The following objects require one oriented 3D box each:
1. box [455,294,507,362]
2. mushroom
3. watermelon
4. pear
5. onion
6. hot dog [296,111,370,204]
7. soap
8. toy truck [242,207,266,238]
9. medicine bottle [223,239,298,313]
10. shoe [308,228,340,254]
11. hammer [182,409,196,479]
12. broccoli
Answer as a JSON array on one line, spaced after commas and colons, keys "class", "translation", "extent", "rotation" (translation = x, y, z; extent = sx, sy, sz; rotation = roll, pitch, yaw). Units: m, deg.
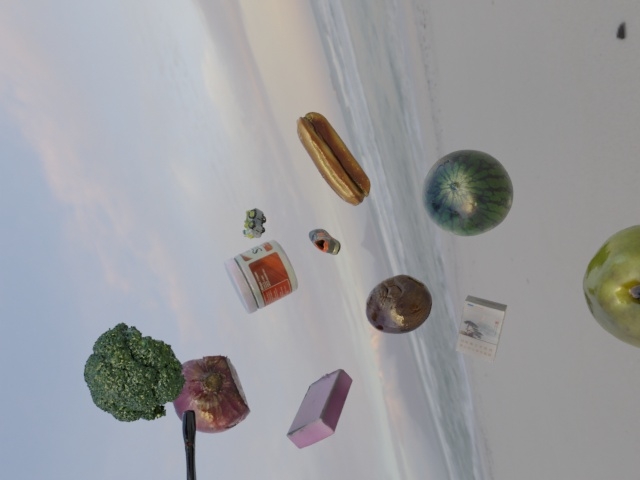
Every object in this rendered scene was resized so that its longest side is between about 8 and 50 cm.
[{"class": "box", "translation": [0.619, 0.341, 1.640], "extent": [0.067, 0.149, 0.233], "rotation": [-32, -50, -55]}, {"class": "mushroom", "translation": [0.260, 0.206, 1.420], "extent": [0.138, 0.231, 0.194], "rotation": [61, 168, -29]}, {"class": "watermelon", "translation": [0.555, -0.181, 1.620], "extent": [0.363, 0.363, 0.363], "rotation": [-16, -90, -83]}, {"class": "pear", "translation": [0.666, 0.090, 0.833], "extent": [0.307, 0.253, 0.253], "rotation": [-6, -102, -45]}, {"class": "onion", "translation": [-0.377, 0.522, 1.429], "extent": [0.256, 0.230, 0.272], "rotation": [-127, 26, -46]}, {"class": "hot dog", "translation": [0.027, -0.187, 1.000], "extent": [0.249, 0.068, 0.100], "rotation": [53, -130, -12]}, {"class": "soap", "translation": [0.002, 0.590, 1.499], "extent": [0.081, 0.181, 0.259], "rotation": [48, -152, -6]}, {"class": "toy truck", "translation": [-0.249, -0.057, 1.539], "extent": [0.076, 0.077, 0.111], "rotation": [34, -125, -54]}, {"class": "medicine bottle", "translation": [-0.252, 0.151, 1.806], "extent": [0.252, 0.241, 0.252], "rotation": [53, 160, 30]}, {"class": "shoe", "translation": [-0.001, -0.001, 1.712], "extent": [0.194, 0.077, 0.074], "rotation": [34, 112, 48]}, {"class": "hammer", "translation": [-0.355, 0.605, 1.169], "extent": [0.290, 0.037, 0.137], "rotation": [-112, -2, -48]}, {"class": "broccoli", "translation": [-0.485, 0.344, 1.126], "extent": [0.241, 0.269, 0.261], "rotation": [-23, -46, -68]}]
